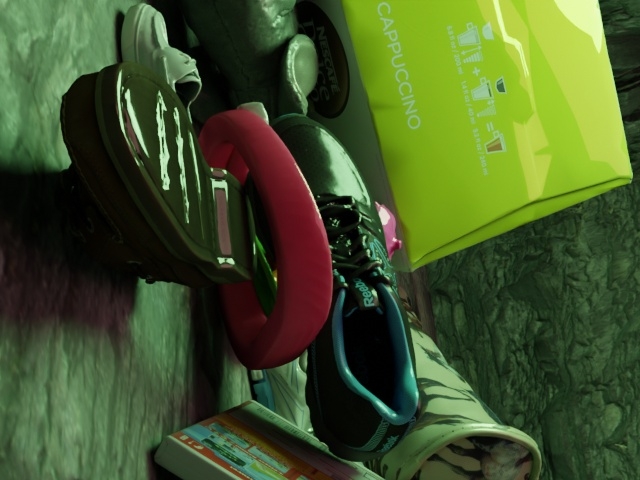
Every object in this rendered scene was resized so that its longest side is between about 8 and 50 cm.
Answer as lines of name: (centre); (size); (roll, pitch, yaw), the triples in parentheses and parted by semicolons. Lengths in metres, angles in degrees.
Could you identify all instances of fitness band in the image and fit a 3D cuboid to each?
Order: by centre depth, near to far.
fitness band: (-0.057, 0.002, 1.053); (0.291, 0.054, 0.209); (120, -48, -65)

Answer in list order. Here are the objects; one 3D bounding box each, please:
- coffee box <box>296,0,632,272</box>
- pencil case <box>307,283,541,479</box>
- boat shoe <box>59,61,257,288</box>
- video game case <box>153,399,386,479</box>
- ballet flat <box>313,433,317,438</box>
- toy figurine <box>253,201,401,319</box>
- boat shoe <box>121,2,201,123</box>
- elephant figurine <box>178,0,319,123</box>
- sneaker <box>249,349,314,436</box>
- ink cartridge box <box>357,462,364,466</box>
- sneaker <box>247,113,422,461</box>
coffee box: (0.126, -0.185, 1.464); (0.334, 0.338, 0.337); (11, -61, 64)
pencil case: (0.095, 0.179, 1.334); (0.183, 0.160, 0.410); (37, 8, -29)
boat shoe: (-0.127, -0.023, 0.812); (0.307, 0.105, 0.110); (62, 22, -68)
video game case: (-0.011, 0.209, 1.003); (0.025, 0.204, 0.285); (-60, 171, 3)
ballet flat: (-0.004, 0.249, 1.334); (0.188, 0.070, 0.070); (-91, 166, -65)
toy figurine: (0.000, 0.000, 1.239); (0.130, 0.159, 0.173); (87, -21, -56)
boat shoe: (-0.135, -0.133, 1.032); (0.066, 0.063, 0.184); (63, 17, -57)
elephant figurine: (-0.062, -0.177, 1.251); (0.169, 0.186, 0.239); (1, -79, 58)
sneaker: (-0.022, 0.183, 1.236); (0.071, 0.083, 0.190); (34, 46, -79)
ink cartridge box: (0.081, 0.250, 1.658); (0.207, 0.119, 0.353); (67, 15, -48)
sneaker: (0.026, 0.029, 1.096); (0.139, 0.125, 0.340); (128, -54, -68)
